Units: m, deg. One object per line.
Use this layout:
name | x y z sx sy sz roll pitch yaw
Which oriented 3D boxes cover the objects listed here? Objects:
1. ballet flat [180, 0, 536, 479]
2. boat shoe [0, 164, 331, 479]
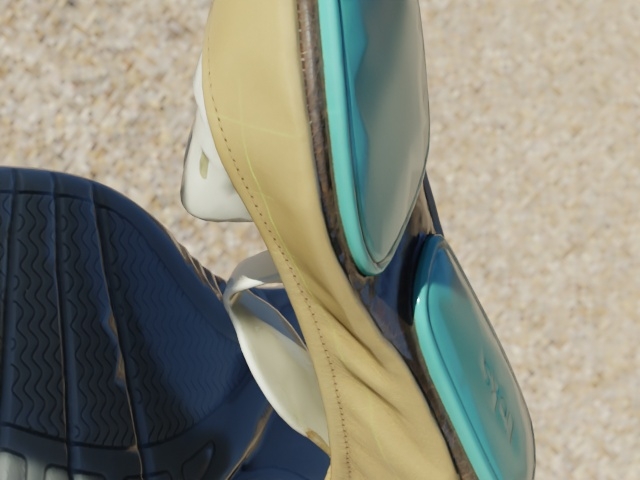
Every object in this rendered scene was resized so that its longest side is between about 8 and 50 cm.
ballet flat | 0.000 0.000 0.453 0.080 0.073 0.232 -66 146 -47
boat shoe | -0.075 0.051 0.541 0.320 0.103 0.118 11 71 -59
